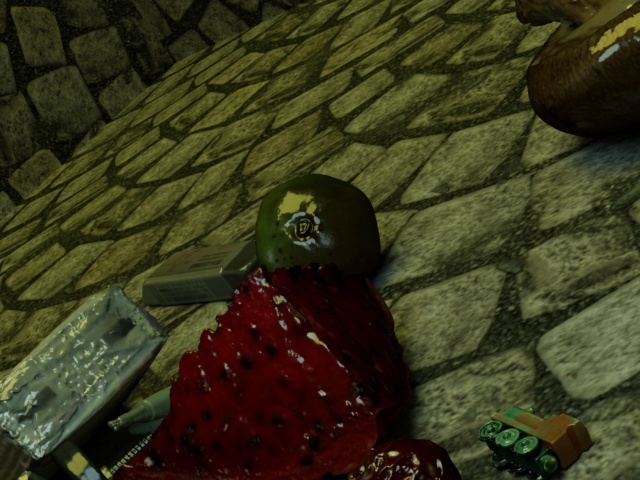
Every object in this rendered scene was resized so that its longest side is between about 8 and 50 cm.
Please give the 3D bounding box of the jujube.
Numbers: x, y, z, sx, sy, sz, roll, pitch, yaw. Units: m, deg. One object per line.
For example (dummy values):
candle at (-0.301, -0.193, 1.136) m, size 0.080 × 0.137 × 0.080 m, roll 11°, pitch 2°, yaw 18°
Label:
jujube at (0.051, 0.243, 1.086) m, size 0.166 × 0.104 × 0.104 m, roll -34°, pitch 19°, yaw 6°

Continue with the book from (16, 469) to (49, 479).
book at (-0.411, 0.372, 1.495) m, size 0.231 × 0.157 × 0.026 m, roll -34°, pitch 59°, yaw 1°

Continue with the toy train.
toy train at (0.188, 0.178, 1.099) m, size 0.064 × 0.044 × 0.103 m, roll -38°, pitch 21°, yaw -18°

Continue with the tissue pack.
tissue pack at (-0.347, 0.215, 1.606) m, size 0.242 × 0.125 × 0.343 m, roll -45°, pitch 0°, yaw -31°

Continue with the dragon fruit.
dragon fruit at (-0.036, 0.208, 1.337) m, size 0.329 × 0.228 × 0.286 m, roll -50°, pitch -17°, yaw 15°

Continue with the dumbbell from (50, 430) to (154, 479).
dumbbell at (-0.308, 0.335, 1.381) m, size 0.325 × 0.143 × 0.143 m, roll -42°, pitch 20°, yaw -19°

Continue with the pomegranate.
pomegranate at (0.000, 0.000, 1.673) m, size 0.180 × 0.180 × 0.210 m, roll -32°, pitch -9°, yaw 7°

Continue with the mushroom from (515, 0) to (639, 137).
mushroom at (0.419, -0.264, 1.546) m, size 0.345 × 0.239 × 0.345 m, roll -33°, pitch 38°, yaw 30°

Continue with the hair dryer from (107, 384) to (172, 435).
hair dryer at (-0.200, 0.211, 1.506) m, size 0.206 × 0.075 × 0.237 m, roll -31°, pitch -9°, yaw 26°

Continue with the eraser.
eraser at (-0.186, 0.054, 1.975) m, size 0.352 × 0.061 × 0.089 m, roll -7°, pitch 32°, yaw 52°
